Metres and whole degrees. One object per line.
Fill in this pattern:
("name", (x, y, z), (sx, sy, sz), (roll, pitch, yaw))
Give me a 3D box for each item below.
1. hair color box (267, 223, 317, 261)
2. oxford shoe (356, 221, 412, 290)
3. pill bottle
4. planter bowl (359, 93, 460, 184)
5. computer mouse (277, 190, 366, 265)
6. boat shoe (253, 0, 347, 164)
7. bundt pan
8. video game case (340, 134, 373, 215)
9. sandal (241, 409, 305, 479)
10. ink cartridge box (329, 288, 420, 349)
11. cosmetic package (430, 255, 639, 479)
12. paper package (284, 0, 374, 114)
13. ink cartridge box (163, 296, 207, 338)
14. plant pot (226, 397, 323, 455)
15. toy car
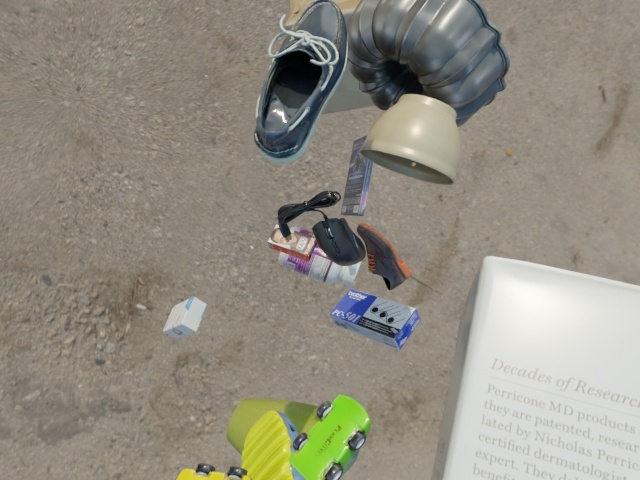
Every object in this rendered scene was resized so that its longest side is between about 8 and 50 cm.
("hair color box", (-0.089, 0.008, 1.503), (0.043, 0.141, 0.072), (87, 24, -62))
("oxford shoe", (0.185, 0.054, 1.486), (0.098, 0.097, 0.271), (-43, 115, -5))
("pill bottle", (0.002, 0.069, 1.842), (0.301, 0.169, 0.169), (21, 96, 3))
("planter bowl", (0.158, -0.168, 0.768), (0.162, 0.162, 0.109), (19, 93, -30))
("computer mouse", (0.000, 0.000, 1.192), (0.184, 0.060, 0.262), (-14, 133, 17))
("boat shoe", (-0.026, -0.225, 0.621), (0.095, 0.079, 0.255), (21, 74, 9))
("bundt pan", (0.177, -0.332, 0.899), (0.331, 0.331, 0.124), (45, 77, -30))
("video game case", (0.131, -0.221, 1.636), (0.026, 0.196, 0.274), (11, 91, -15))
("sandal", (-0.047, 0.459, 0.862), (0.126, 0.317, 0.138), (-43, 132, 12))
("ink cartridge box", (0.130, 0.188, 1.156), (0.097, 0.207, 0.046), (-47, 128, -27))
("cosmetic package", (0.318, 0.284, 0.596), (0.329, 0.327, 0.394), (65, 39, -64))
("paper package", (0.090, -0.535, 1.312), (0.309, 0.168, 0.325), (-7, 148, 13))
("ink cartridge box", (-0.386, 0.221, 1.346), (0.052, 0.122, 0.088), (37, 50, -27))
("plant pot", (-0.127, 0.604, 1.443), (0.275, 0.293, 0.275), (16, 90, -74))
("toy car", (-0.023, 0.272, 0.508), (0.225, 0.239, 0.053), (-47, 141, -16))
